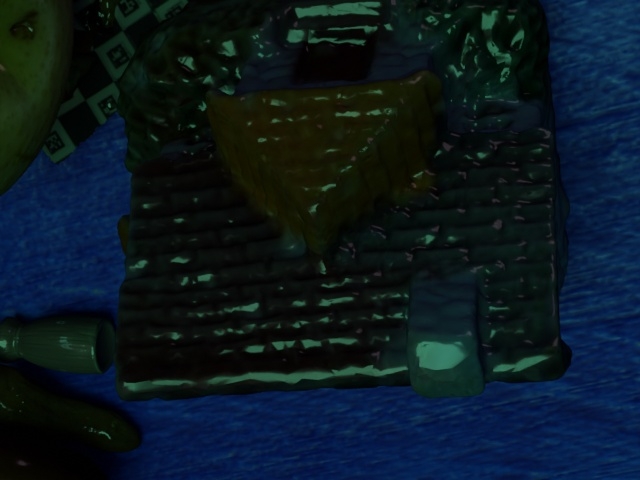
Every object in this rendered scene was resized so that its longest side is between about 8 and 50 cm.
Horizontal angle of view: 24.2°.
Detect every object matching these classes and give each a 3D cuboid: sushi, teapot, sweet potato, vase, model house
[{"bbox_3d":[-0.194,-0.176,1.249,0.201,0.031,0.139,-38,92,24],"label":"sushi"},{"bbox_3d":[-0.287,0.235,1.323,0.178,0.252,0.135,6,76,23],"label":"teapot"},{"bbox_3d":[-0.249,0.158,1.366,0.182,0.053,0.054,26,88,-24],"label":"sweet potato"},{"bbox_3d":[-0.241,0.093,1.351,0.100,0.053,0.053,3,111,15],"label":"vase"},{"bbox_3d":[0.000,0.000,1.091,0.360,0.339,0.297,-4,119,10],"label":"model house"}]

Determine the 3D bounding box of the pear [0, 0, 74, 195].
[{"bbox_3d":[-0.344,-0.149,1.127,0.309,0.309,0.309,4,111,10],"label":"pear"}]
